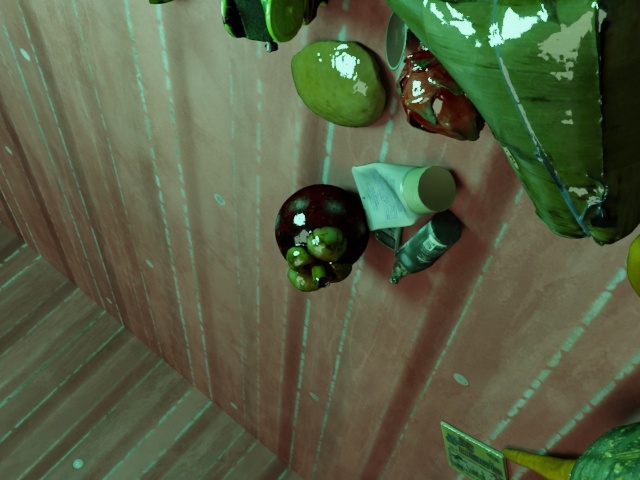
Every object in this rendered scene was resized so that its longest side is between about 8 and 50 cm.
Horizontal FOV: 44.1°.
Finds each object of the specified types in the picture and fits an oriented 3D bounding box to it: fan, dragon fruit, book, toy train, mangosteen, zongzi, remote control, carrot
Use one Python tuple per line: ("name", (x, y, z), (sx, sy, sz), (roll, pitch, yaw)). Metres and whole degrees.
("fan", (0.104, -0.265, 1.003), (0.133, 0.005, 0.085), (170, 100, -76))
("dragon fruit", (0.162, -0.188, 0.995), (0.142, 0.130, 0.121), (41, 117, 0))
("book", (0.355, 0.505, 1.808), (0.167, 0.013, 0.192), (24, 146, 37))
("toy train", (-0.077, -0.387, 0.994), (0.100, 0.161, 0.296), (18, 146, 26))
("mangosteen", (0.000, 0.000, 1.393), (0.199, 0.200, 0.200), (33, 151, 21))
("zongzi", (0.201, -0.169, 0.883), (0.360, 0.160, 0.323), (17, 134, 38))
("remote control", (0.119, -0.031, 1.374), (0.053, 0.018, 0.124), (34, 151, 22))
("carrot", (0.445, 0.449, 1.557), (0.061, 0.061, 0.256), (52, 156, -14))

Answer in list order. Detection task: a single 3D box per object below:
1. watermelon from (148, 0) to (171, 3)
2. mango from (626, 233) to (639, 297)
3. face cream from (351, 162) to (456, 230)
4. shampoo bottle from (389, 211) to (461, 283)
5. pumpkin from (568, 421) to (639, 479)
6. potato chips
("watermelon", (-0.243, -0.436, 1.286), (0.068, 0.087, 0.163), (8, 156, -9))
("mango", (0.425, 0.029, 0.952), (0.105, 0.084, 0.159), (20, 145, 40))
("face cream", (0.123, -0.076, 1.262), (0.224, 0.070, 0.114), (-3, 105, 64))
("shampoo bottle", (0.168, 0.018, 1.325), (0.057, 0.063, 0.208), (52, 155, 9))
("pumpkin", (0.531, 0.420, 1.169), (0.327, 0.258, 0.291), (29, 163, 15))
("potato chips", (0.020, -0.230, 1.202), (0.201, 0.049, 0.150), (19, 139, 52))
